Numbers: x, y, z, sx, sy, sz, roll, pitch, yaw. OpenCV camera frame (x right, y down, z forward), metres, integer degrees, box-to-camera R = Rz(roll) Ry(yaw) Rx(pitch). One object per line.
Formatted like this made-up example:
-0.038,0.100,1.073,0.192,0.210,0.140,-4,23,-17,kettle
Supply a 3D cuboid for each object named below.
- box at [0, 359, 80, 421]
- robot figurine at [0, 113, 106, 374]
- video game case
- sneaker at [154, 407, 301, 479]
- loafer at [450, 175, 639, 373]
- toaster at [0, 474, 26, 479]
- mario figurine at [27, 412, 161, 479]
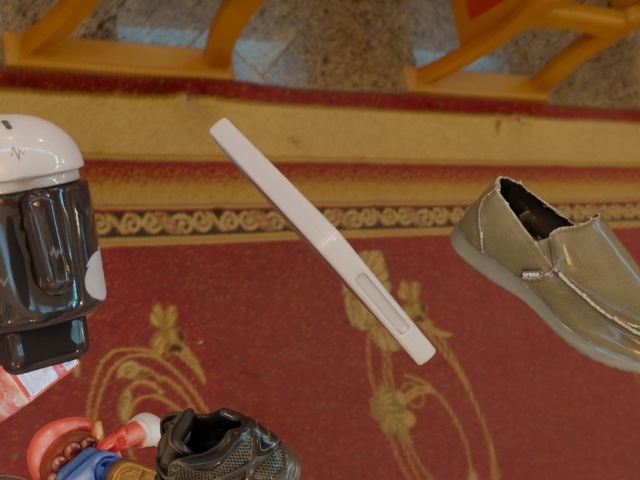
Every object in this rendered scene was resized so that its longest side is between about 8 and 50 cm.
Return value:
-0.614,0.170,1.725,0.300,0.142,0.154,54,32,-4,box
-0.334,0.001,1.024,0.173,0.209,0.278,-36,121,-70,robot figurine
0.000,0.000,0.740,0.022,0.190,0.173,-42,134,-1,video game case
-0.143,0.237,0.879,0.227,0.087,0.130,-36,118,7,sneaker
0.220,0.025,0.798,0.251,0.087,0.094,34,33,31,loafer
-0.149,0.215,0.386,0.185,0.168,0.110,40,16,19,toaster
-0.283,0.333,1.240,0.198,0.320,0.170,-6,94,-24,mario figurine
